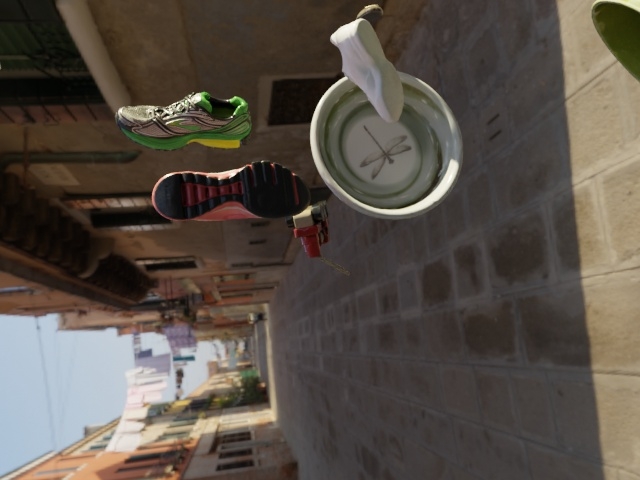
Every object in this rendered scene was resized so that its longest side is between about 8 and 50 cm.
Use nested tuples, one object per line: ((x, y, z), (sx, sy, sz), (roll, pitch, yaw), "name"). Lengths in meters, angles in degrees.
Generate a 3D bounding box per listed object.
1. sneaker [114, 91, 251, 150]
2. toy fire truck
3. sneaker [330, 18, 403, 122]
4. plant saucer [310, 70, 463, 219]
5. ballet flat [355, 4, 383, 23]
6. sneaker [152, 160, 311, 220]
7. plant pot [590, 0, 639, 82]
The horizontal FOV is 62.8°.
((-0.350, -0.327, 1.360), (0.146, 0.344, 0.134), (107, 153, -52), "sneaker")
((0.000, 0.000, 1.727), (0.217, 0.159, 0.246), (-51, -51, -79), "toy fire truck")
((0.092, -0.328, 1.048), (0.094, 0.080, 0.212), (-4, 125, 43), "sneaker")
((0.163, -0.240, 1.356), (0.100, 0.401, 0.399), (138, 127, -73), "plant saucer")
((0.160, -0.766, 1.785), (0.250, 0.084, 0.058), (-102, 9, -80), "ballet flat")
((-0.180, -0.098, 1.080), (0.136, 0.314, 0.115), (180, 89, -75), "sneaker")
((0.575, -0.334, 0.682), (0.293, 0.275, 0.274), (-46, 31, 19), "plant pot")
